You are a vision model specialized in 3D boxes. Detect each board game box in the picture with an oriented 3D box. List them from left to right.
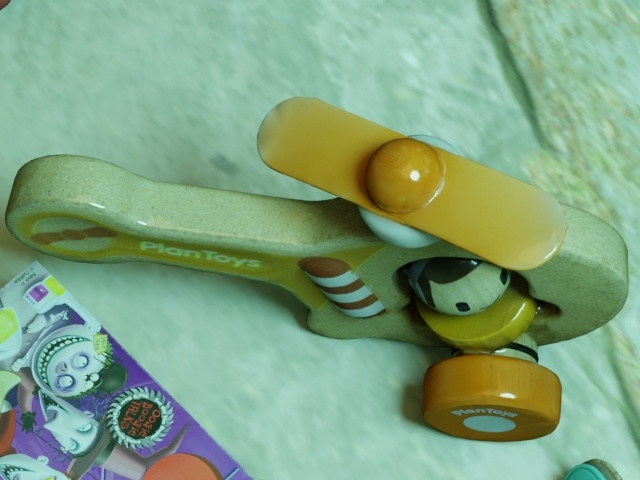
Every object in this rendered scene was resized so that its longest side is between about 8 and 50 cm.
[{"bbox_3d":[-0.221,0.190,0.946,0.347,0.056,0.208,-41,72,-17],"label":"board game box"}]

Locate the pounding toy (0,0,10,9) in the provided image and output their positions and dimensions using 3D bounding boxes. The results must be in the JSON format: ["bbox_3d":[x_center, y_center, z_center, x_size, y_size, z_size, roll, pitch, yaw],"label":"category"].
[{"bbox_3d":[-0.258,-0.218,1.089,0.237,0.110,0.183,7,28,-42],"label":"pounding toy"}]

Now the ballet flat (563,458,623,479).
[{"bbox_3d":[0.189,0.225,1.000,0.067,0.073,0.206,11,54,-28],"label":"ballet flat"}]

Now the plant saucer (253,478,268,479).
[{"bbox_3d":[-0.049,0.255,0.974,0.241,0.037,0.241,3,68,-7],"label":"plant saucer"}]

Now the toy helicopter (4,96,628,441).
[{"bbox_3d":[0.000,0.000,0.974,0.355,0.235,0.140,9,68,-4],"label":"toy helicopter"}]
